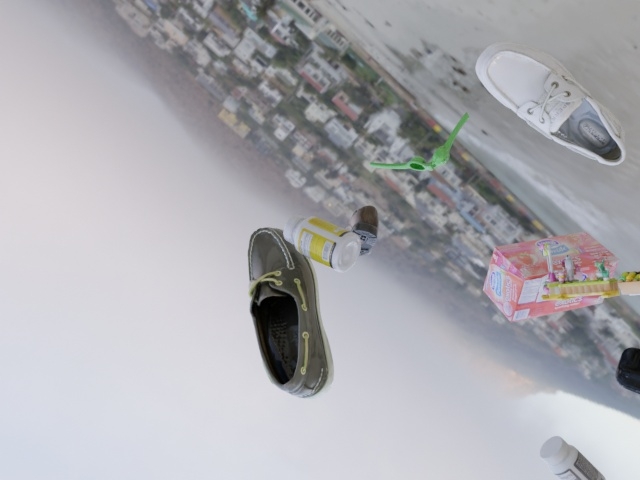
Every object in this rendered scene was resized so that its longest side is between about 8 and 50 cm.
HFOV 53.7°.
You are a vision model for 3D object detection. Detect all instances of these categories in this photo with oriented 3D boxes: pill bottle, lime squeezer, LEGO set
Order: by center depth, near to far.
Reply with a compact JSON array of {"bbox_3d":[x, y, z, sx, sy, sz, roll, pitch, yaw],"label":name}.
[{"bbox_3d":[0.000,0.000,0.984,0.116,0.065,0.065,25,-177,33],"label":"pill bottle"},{"bbox_3d":[0.471,0.050,1.151,0.287,0.132,0.107,134,130,-83],"label":"LEGO set"},{"bbox_3d":[0.563,0.510,1.418,0.137,0.078,0.078,45,-166,-3],"label":"pill bottle"},{"bbox_3d":[0.290,-0.245,1.780,0.110,0.310,0.059,67,-164,11],"label":"lime squeezer"}]

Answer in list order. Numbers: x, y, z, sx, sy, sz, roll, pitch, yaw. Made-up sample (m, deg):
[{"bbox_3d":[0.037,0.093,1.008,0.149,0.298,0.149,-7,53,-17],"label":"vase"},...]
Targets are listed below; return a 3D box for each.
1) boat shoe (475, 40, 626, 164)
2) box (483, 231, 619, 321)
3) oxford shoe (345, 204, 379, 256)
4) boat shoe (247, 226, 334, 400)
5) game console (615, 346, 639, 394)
[{"bbox_3d":[0.365,-0.209,0.974,0.277,0.098,0.096,29,-151,-10],"label":"boat shoe"},{"bbox_3d":[0.604,0.091,1.667,0.300,0.154,0.142,-9,-143,-18],"label":"box"},{"bbox_3d":[0.098,-0.022,1.543,0.083,0.096,0.227,18,158,-10],"label":"oxford shoe"},{"bbox_3d":[-0.061,0.101,1.007,0.091,0.109,0.305,31,-144,-56],"label":"boat shoe"},{"bbox_3d":[0.836,0.324,1.364,0.361,0.213,0.044,21,145,21],"label":"game console"}]
